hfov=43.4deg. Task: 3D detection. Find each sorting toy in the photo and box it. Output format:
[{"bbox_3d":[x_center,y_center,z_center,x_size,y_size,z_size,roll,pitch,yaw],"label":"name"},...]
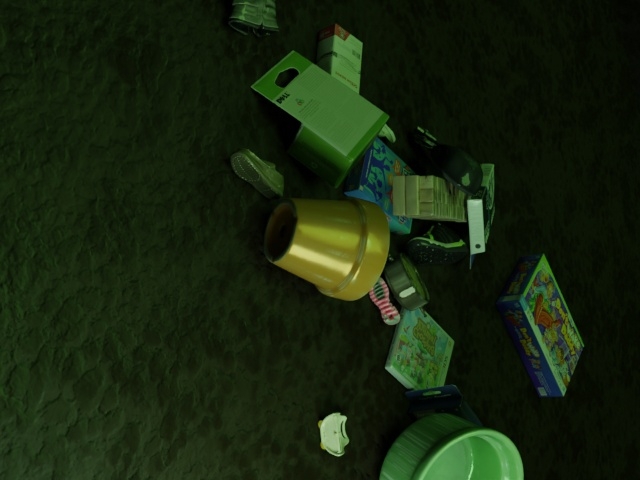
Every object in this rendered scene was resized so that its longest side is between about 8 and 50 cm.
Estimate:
[{"bbox_3d":[0.035,0.388,1.629,0.075,0.044,0.083,4,78,-57],"label":"sorting toy"}]

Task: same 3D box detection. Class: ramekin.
[{"bbox_3d":[0.271,0.520,1.717,0.303,0.148,0.304,-7,104,-29],"label":"ramekin"}]

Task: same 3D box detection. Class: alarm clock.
[{"bbox_3d":[0.183,0.081,1.829,0.192,0.064,0.129,58,16,-18],"label":"alarm clock"}]

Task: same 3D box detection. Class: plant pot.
[{"bbox_3d":[0.000,0.000,1.570,0.187,0.205,0.205,16,69,-31],"label":"plant pot"}]

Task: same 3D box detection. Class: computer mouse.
[{"bbox_3d":[0.324,-0.194,1.938,0.188,0.072,0.272,35,16,-18],"label":"computer mouse"}]

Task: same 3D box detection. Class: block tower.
[{"bbox_3d":[0.269,-0.094,1.906,0.335,0.090,0.097,0,91,-64],"label":"block tower"}]

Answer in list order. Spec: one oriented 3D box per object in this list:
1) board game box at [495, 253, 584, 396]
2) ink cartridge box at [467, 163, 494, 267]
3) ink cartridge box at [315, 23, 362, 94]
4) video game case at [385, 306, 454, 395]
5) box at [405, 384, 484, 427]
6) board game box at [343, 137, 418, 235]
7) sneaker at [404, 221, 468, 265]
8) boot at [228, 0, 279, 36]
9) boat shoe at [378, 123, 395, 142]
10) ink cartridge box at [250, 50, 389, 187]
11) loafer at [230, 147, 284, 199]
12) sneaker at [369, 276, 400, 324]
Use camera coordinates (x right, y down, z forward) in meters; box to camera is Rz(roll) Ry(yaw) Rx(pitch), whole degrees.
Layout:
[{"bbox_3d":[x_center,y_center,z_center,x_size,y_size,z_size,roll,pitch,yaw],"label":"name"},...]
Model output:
[{"bbox_3d":[0.646,0.248,2.348,0.233,0.078,0.347,-50,119,-43],"label":"board game box"},{"bbox_3d":[0.422,-0.064,2.101,0.206,0.045,0.208,-59,148,-53],"label":"ink cartridge box"},{"bbox_3d":[0.040,-0.397,1.798,0.099,0.056,0.135,25,63,-44],"label":"ink cartridge box"},{"bbox_3d":[0.239,0.269,1.907,0.212,0.023,0.193,45,51,-34],"label":"video game case"},{"bbox_3d":[0.298,0.424,1.852,0.225,0.136,0.037,54,39,-26],"label":"box"},{"bbox_3d":[0.146,-0.130,1.869,0.210,0.047,0.160,36,56,-41],"label":"board game box"},{"bbox_3d":[0.273,0.002,1.987,0.234,0.084,0.097,7,52,-50],"label":"sneaker"},{"bbox_3d":[-0.165,-0.497,1.567,0.246,0.083,0.161,8,82,-47],"label":"boot"},{"bbox_3d":[0.141,-0.263,1.910,0.035,0.035,0.100,-48,126,-12],"label":"boat shoe"},{"bbox_3d":[-0.011,-0.261,1.692,0.255,0.097,0.189,36,48,3],"label":"ink cartridge box"},{"bbox_3d":[-0.120,-0.135,1.555,0.148,0.056,0.050,48,48,-45],"label":"loafer"},{"bbox_3d":[0.146,0.130,1.822,0.057,0.047,0.119,-59,129,-66],"label":"sneaker"}]
